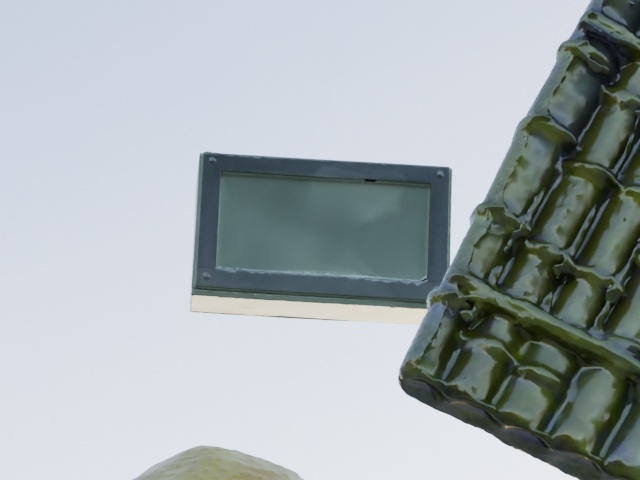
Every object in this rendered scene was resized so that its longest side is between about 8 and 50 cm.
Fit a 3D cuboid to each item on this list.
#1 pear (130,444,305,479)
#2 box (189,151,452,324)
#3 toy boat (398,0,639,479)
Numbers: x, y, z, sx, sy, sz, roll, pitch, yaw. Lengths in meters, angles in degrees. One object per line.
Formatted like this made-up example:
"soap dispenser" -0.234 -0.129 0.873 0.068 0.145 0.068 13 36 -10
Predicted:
"pear" -0.049 0.164 0.744 0.178 0.178 0.178 4 -33 3
"box" 0.000 0.000 1.737 0.225 0.129 0.086 3 -14 -5
"toy boat" 0.067 -0.006 0.406 0.063 0.115 0.016 26 -23 8
